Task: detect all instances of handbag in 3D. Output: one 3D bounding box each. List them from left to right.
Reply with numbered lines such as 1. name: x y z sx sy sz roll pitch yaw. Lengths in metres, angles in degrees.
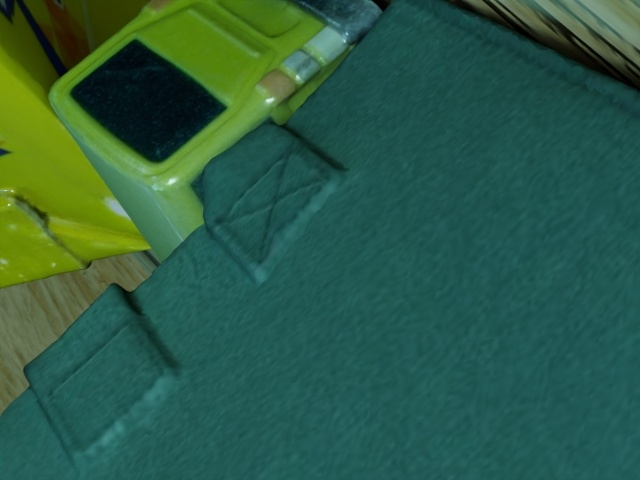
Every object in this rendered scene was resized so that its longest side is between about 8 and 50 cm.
1. handbag: 0.002 0.085 0.412 0.100 0.269 0.274 44 176 -24

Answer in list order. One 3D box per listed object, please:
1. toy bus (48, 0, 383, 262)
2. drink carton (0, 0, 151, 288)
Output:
1. toy bus: 0.000 0.000 0.601 0.088 0.101 0.175 37 163 48
2. drink carton: -0.166 -0.131 0.550 0.351 0.111 0.154 48 -146 -51
